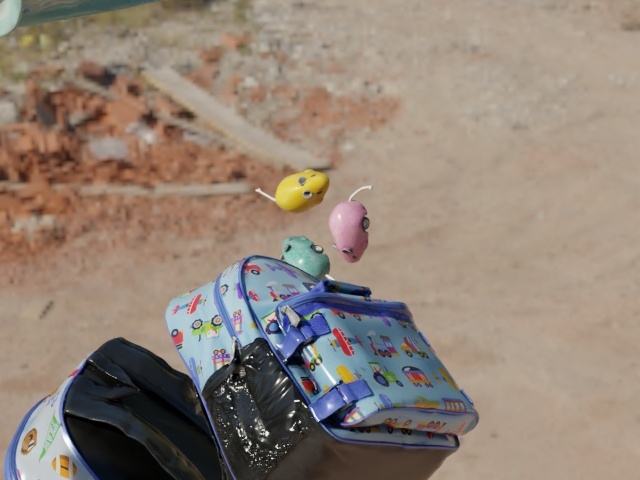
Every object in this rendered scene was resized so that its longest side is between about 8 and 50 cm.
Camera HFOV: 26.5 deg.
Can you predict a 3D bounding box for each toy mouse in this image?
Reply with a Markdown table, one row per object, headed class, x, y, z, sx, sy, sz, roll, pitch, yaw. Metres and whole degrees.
| class | x | y | z | sx | sy | sz | roll | pitch | yaw |
| --- | --- | --- | --- | --- | --- | --- | --- | --- | --- |
| toy mouse | 0.000 | 0.000 | 1.333 | 0.161 | 0.143 | 0.031 | -18 | -2 | 44 |

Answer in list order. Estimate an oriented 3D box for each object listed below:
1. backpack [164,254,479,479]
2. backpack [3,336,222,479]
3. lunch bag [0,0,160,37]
| class | x | y | z | sx | sy | sz | roll | pitch | yaw |
| --- | --- | --- | --- | --- | --- | --- | --- | --- | --- |
| backpack | -0.007 | 0.078 | 0.845 | 0.158 | 0.117 | 0.173 | 16 | 34 | -47 |
| backpack | -0.184 | 0.244 | 1.378 | 0.213 | 0.263 | 0.276 | -36 | 10 | 20 |
| lunch bag | -0.190 | -0.253 | 0.844 | 0.262 | 0.223 | 0.160 | -14 | 46 | -19 |
